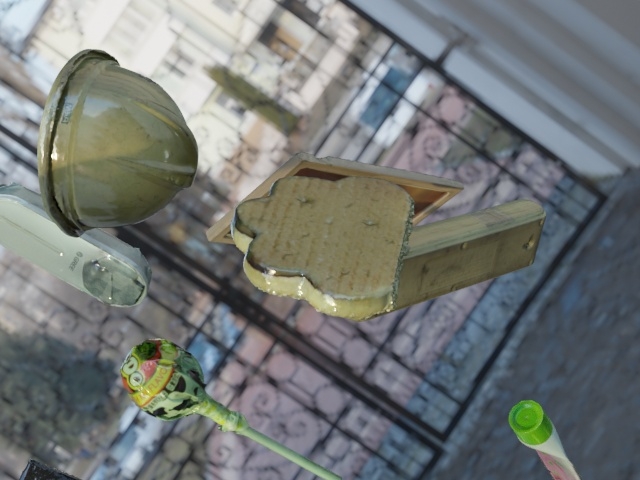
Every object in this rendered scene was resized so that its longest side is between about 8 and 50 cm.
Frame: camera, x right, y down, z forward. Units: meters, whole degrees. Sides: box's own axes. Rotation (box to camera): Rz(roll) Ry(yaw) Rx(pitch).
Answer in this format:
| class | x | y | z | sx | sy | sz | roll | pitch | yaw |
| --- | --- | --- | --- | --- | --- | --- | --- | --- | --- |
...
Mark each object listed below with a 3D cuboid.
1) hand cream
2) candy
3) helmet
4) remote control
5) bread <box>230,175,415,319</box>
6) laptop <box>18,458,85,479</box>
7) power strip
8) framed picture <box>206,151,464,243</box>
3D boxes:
| class | x | y | z | sx | sy | sz | roll | pitch | yaw |
| --- | --- | --- | --- | --- | --- | --- | --- | --- | --- |
| hand cream | 0.329 | 0.309 | 1.864 | 0.050 | 0.275 | 0.079 | -29 | 47 | 8 |
| candy | -0.095 | 0.207 | 1.543 | 0.083 | 0.305 | 0.091 | -45 | 26 | 28 |
| helmet | -0.202 | -0.093 | 1.459 | 0.257 | 0.137 | 0.204 | 63 | -142 | -79 |
| remote control | -0.338 | 0.007 | 1.792 | 0.104 | 0.247 | 0.052 | -51 | 11 | 46 |
| bread | 0.000 | 0.000 | 1.502 | 0.286 | 0.207 | 0.056 | -64 | -17 | -60 |
| laptop | -0.325 | 0.373 | 1.598 | 0.016 | 0.135 | 0.197 | 131 | 161 | -63 |
| power strip | 0.140 | 0.024 | 1.674 | 0.387 | 0.066 | 0.092 | -15 | -56 | -41 |
| framed picture | 0.022 | -0.042 | 1.797 | 0.211 | 0.289 | 0.020 | -39 | 56 | 39 |
